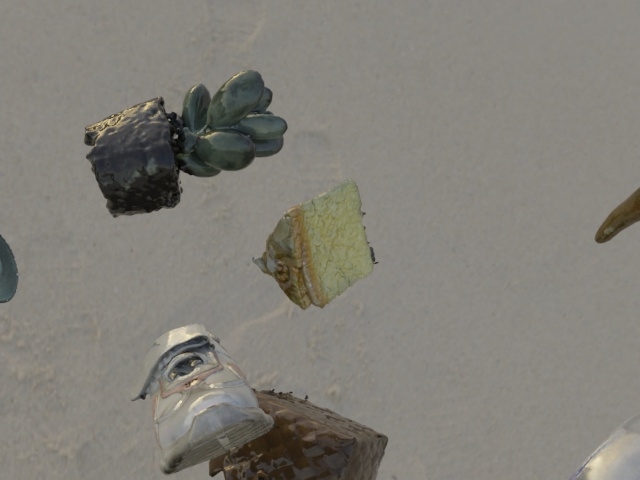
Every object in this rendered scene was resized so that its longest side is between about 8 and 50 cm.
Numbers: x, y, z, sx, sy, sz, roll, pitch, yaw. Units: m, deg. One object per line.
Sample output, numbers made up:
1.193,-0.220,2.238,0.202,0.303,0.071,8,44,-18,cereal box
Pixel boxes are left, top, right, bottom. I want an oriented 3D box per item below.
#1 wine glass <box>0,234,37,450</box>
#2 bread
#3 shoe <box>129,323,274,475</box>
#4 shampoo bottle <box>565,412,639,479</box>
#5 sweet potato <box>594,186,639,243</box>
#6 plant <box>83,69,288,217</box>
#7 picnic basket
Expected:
-0.495,0.152,1.021,0.310,0.096,0.264,-20,69,13,wine glass
0.000,0.000,1.201,0.147,0.152,0.127,-32,62,-31,bread
-0.196,0.230,1.343,0.172,0.351,0.198,-22,85,-16,shoe
0.418,0.373,1.076,0.273,0.273,0.266,-26,60,-33,shampoo bottle
0.454,-0.072,1.177,0.059,0.249,0.069,40,30,-3,sweet potato
-0.184,-0.136,1.234,0.275,0.146,0.149,-22,66,-2,plant
-0.054,0.454,1.624,0.291,0.254,0.320,20,85,24,picnic basket
